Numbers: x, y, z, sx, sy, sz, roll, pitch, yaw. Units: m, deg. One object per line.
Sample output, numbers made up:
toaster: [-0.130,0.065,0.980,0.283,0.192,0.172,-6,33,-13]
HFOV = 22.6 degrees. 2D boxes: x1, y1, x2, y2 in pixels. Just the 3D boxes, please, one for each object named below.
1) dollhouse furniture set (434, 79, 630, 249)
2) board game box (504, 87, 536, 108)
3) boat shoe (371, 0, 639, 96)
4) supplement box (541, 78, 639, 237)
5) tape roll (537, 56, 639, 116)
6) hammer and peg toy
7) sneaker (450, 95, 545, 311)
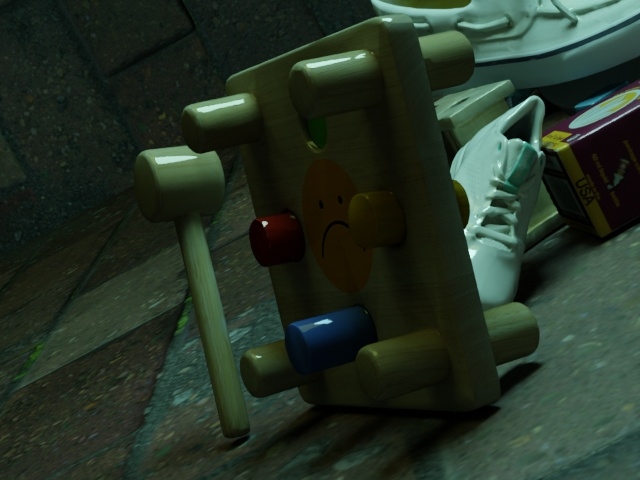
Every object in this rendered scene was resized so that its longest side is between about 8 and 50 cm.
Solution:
dollhouse furniture set: [0.185,-0.090,1.387,0.184,0.129,0.129,-33,10,-18]
board game box: [0.205,-0.164,1.863,0.186,0.026,0.126,-46,10,-1]
boat shoe: [0.176,-0.233,1.433,0.136,0.156,0.367,-42,23,-28]
supplement box: [0.271,-0.085,1.266,0.188,0.081,0.104,-29,10,-3]
tape roll: [0.299,-0.203,1.487,0.219,0.072,0.219,-35,39,35]
hammer and peg toy: [0.000,0.000,1.142,0.127,0.266,0.361,-15,2,-27]
sneaker: [0.130,-0.030,1.192,0.094,0.080,0.212,-54,15,42]
